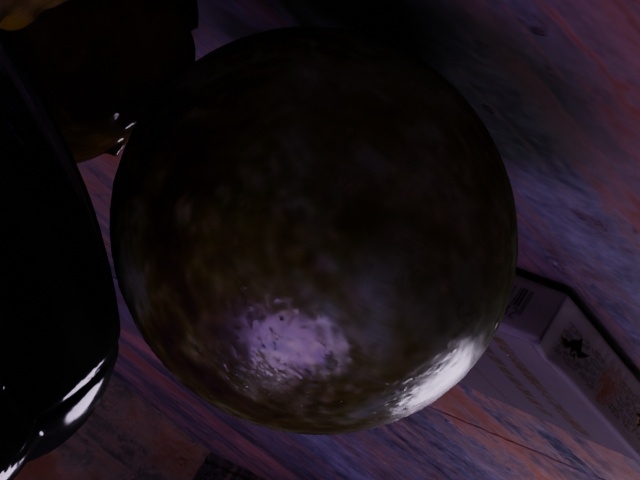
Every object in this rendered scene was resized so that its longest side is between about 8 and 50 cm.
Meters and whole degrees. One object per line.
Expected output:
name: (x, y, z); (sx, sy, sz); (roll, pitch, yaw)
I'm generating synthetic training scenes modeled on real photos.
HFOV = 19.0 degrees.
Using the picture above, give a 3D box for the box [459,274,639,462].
box: (0.094, 0.059, 1.561); (0.365, 0.051, 0.204); (21, 163, 43)

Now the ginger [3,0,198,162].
ginger: (-0.179, -0.133, 1.276); (0.172, 0.165, 0.321); (0, -176, -11)

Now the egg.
egg: (0.000, 0.000, 1.115); (0.238, 0.238, 0.289); (40, -174, -27)

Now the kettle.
kettle: (-0.244, 0.002, 1.057); (0.324, 0.228, 0.321); (57, -166, -15)

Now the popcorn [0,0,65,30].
popcorn: (-0.153, -0.204, 0.911); (0.253, 0.190, 0.191); (-99, 3, -64)
